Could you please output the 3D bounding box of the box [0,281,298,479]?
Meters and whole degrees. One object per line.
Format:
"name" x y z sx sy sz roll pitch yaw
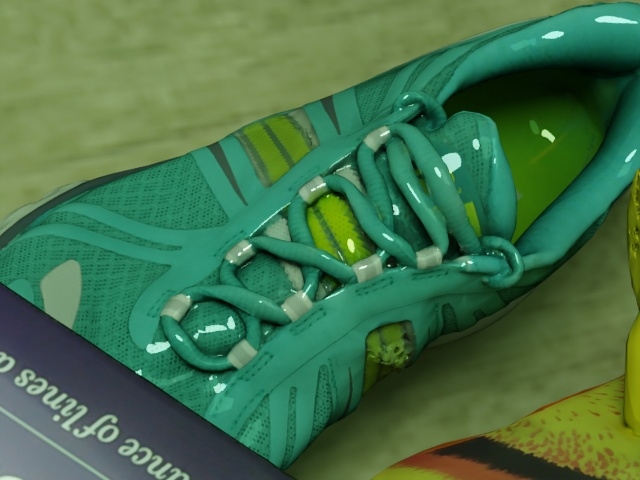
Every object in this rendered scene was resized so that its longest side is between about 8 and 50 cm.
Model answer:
"box" -0.118 0.085 0.349 0.261 0.103 0.184 33 73 2

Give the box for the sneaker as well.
"sneaker" 0.000 0.000 0.527 0.275 0.110 0.107 -34 91 -36

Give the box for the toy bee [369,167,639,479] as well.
"toy bee" 0.115 0.079 0.557 0.298 0.162 0.195 12 101 -33
